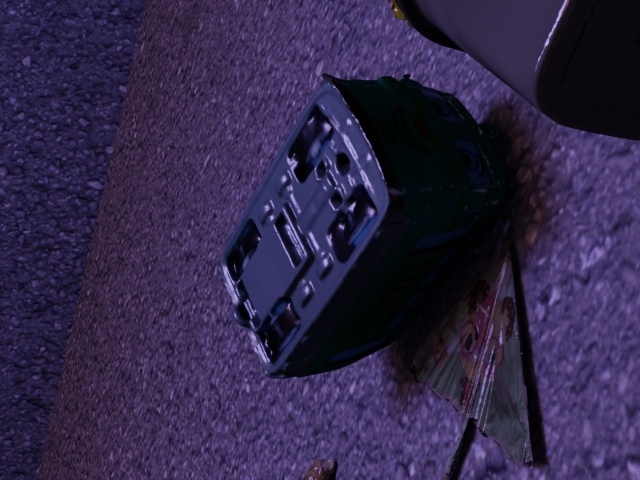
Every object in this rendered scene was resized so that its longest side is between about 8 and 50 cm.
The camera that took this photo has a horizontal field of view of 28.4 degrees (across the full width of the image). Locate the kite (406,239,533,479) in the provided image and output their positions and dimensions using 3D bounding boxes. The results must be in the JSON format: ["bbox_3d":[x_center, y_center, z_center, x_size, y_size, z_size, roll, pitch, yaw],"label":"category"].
[{"bbox_3d":[0.153,0.128,1.250,0.323,0.013,0.267,-149,72,-71],"label":"kite"}]

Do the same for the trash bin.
[{"bbox_3d":[0.205,-0.219,1.026,0.250,0.220,0.219,58,135,51],"label":"trash bin"}]

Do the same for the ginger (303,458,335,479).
[{"bbox_3d":[-0.009,0.334,1.539,0.057,0.044,0.137,76,-160,-63],"label":"ginger"}]

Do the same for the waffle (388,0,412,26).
[{"bbox_3d":[0.132,-0.381,1.506,0.245,0.052,0.254,-121,44,-59],"label":"waffle"}]

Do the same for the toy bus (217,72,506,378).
[{"bbox_3d":[0.046,-0.013,1.328,0.343,0.200,0.183,-56,50,46],"label":"toy bus"}]
